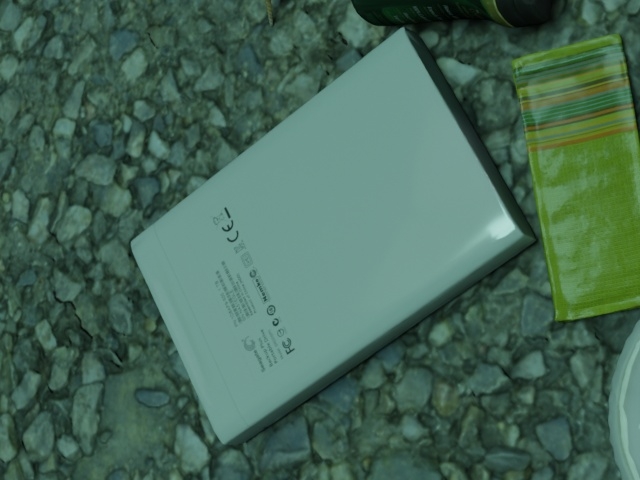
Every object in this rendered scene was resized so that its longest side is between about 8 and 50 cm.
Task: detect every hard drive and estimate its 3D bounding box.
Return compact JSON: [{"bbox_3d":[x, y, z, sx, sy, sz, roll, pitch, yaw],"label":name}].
[{"bbox_3d":[0.000,0.000,1.391,0.353,0.047,0.233,-37,66,22],"label":"hard drive"}]

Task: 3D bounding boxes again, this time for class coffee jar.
[{"bbox_3d":[0.122,-0.239,1.334,0.184,0.079,0.096,6,79,32],"label":"coffee jar"}]

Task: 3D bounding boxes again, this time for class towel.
[{"bbox_3d":[0.226,-0.054,1.278,0.102,0.021,0.237,-15,76,29],"label":"towel"}]

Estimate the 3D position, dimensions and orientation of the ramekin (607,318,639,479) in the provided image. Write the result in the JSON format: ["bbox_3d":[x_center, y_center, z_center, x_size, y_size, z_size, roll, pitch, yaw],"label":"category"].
[{"bbox_3d":[0.336,0.130,1.096,0.273,0.127,0.273,-5,80,30],"label":"ramekin"}]

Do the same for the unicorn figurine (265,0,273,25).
[{"bbox_3d":[-0.044,-0.310,1.455,0.162,0.060,0.111,-49,62,16],"label":"unicorn figurine"}]
